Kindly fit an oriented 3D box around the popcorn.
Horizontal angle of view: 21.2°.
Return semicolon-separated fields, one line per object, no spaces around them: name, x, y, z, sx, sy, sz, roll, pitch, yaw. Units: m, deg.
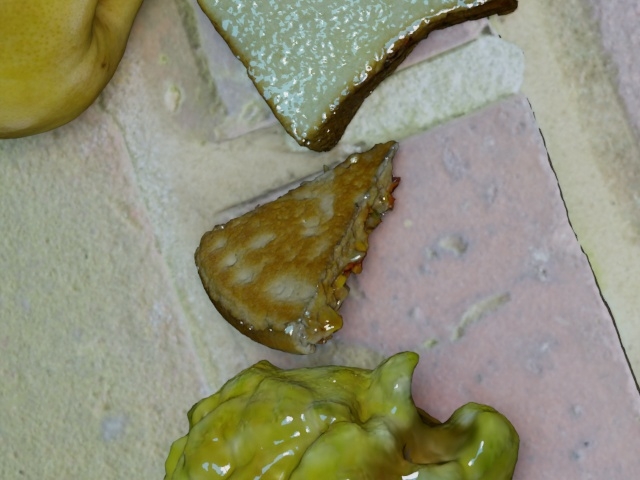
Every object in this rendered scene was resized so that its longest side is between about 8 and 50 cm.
popcorn;0.004;0.199;1.294;0.250;0.235;0.242;23;71;-1

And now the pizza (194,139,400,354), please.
pizza;0.000;0.000;1.375;0.199;0.062;0.188;-44;40;-2

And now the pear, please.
pear;-0.288;-0.234;1.371;0.314;0.314;0.314;-1;88;18

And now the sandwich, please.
sandwich;0.024;-0.199;1.382;0.215;0.065;0.186;-40;77;13
